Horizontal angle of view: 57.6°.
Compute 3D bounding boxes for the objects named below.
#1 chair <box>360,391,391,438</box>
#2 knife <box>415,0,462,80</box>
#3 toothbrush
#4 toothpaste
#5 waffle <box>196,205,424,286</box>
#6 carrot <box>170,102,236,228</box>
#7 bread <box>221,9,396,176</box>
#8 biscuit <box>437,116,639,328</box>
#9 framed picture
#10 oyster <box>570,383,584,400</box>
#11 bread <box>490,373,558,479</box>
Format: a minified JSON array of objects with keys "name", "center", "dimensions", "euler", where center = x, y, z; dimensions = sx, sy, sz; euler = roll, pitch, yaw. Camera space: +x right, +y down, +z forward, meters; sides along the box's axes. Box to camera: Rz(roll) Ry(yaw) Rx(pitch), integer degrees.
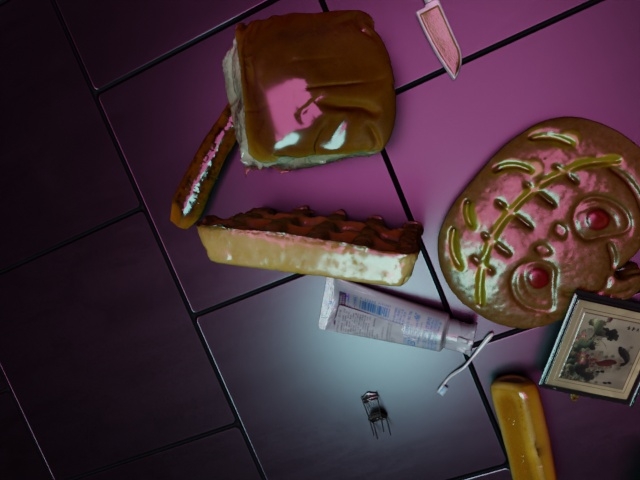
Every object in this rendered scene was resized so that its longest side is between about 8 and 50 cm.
[{"name":"chair","center":[0.112,0.350,1.165],"dimensions":[0.037,0.042,0.086],"euler":[-23,58,13]},{"name":"knife","center":[0.193,-0.406,1.030],"dimensions":[0.046,0.022,0.256],"euler":[-25,98,6]},{"name":"toothbrush","center":[0.278,0.236,1.121],"dimensions":[0.017,0.014,0.162],"euler":[40,104,18]},{"name":"toothpaste","center":[0.144,0.152,1.113],"dimensions":[0.298,0.073,0.114],"euler":[13,102,17]},{"name":"waffle","center":[0.000,-0.001,0.993],"dimensions":[0.347,0.304,0.078],"euler":[7,101,12]},{"name":"carrot","center":[-0.207,-0.167,1.129],"dimensions":[0.066,0.066,0.314],"euler":[32,103,5]},{"name":"bread","center":[-0.022,-0.250,0.995],"dimensions":[0.278,0.225,0.251],"euler":[-8,92,-5]},{"name":"biscuit","center":[0.413,-0.013,1.024],"dimensions":[0.350,0.070,0.395],"euler":[34,104,4]},{"name":"framed picture","center":[0.507,0.195,1.036],"dimensions":[0.195,0.010,0.200],"euler":[12,105,-10]},{"name":"oyster","center":[0.472,0.253,1.076],"dimensions":[0.051,0.034,0.093],"euler":[-27,97,22]},{"name":"bread","center":[0.386,0.368,1.086],"dimensions":[0.092,0.073,0.240],"euler":[-7,100,49]}]
